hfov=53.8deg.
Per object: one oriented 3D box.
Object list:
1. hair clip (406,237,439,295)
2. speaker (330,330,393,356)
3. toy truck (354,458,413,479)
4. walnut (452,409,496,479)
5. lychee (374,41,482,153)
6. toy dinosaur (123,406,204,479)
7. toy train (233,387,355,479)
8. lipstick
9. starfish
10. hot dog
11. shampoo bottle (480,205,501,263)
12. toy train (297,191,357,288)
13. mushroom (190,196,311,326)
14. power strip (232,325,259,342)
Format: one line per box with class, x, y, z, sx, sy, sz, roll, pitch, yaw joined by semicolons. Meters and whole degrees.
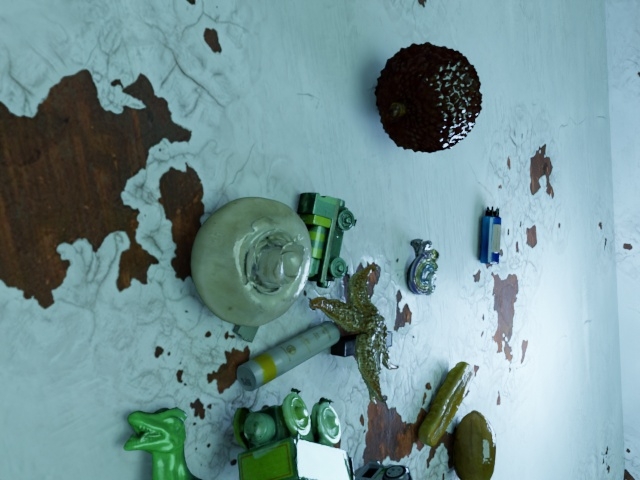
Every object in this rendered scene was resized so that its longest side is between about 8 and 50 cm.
hair clip;0.274;0.080;1.710;0.116;0.049;0.172;-13;110;-34
speaker;0.104;0.246;1.521;0.191;0.046;0.040;0;91;-49
toy truck;0.076;0.645;1.410;0.363;0.177;0.177;-28;107;-44
walnut;0.461;0.634;1.888;0.137;0.137;0.246;19;75;-47
lychee;0.251;-0.336;1.503;0.300;0.264;0.265;-23;109;-41
toy dinosaur;-0.151;0.508;1.172;0.499;0.143;0.375;16;66;-42
toy train;-0.054;0.407;1.223;0.271;0.159;0.188;38;35;-53
lipstick;-0.061;0.238;1.326;0.263;0.059;0.059;-20;106;-46
starfish;0.103;0.227;1.407;0.301;0.084;0.294;-25;97;-64
hot dog;0.358;0.464;1.806;0.286;0.061;0.088;-46;121;-35
shampoo bottle;0.540;-0.017;1.994;0.087;0.050;0.183;3;90;-45
toy train;0.000;0.000;1.374;0.132;0.083;0.200;15;81;-37
mushroom;-0.114;0.038;1.154;0.246;0.202;0.246;-2;94;-38
power strip;-0.131;0.138;1.271;0.051;0.019;0.136;42;62;-39
